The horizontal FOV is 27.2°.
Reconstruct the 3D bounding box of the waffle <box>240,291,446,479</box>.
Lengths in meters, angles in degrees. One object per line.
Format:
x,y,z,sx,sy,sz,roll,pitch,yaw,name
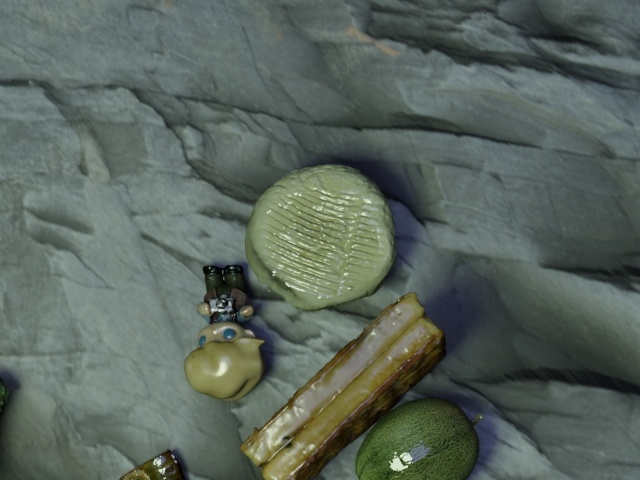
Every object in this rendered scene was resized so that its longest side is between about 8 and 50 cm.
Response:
0.039,0.211,1.797,0.308,0.213,0.091,-42,78,-4,waffle

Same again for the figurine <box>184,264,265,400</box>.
-0.134,0.129,1.883,0.114,0.108,0.196,1,73,0,figurine

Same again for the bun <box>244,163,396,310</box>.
0.000,0.000,1.882,0.220,0.134,0.220,-1,72,4,bun

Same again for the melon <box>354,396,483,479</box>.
0.140,0.288,1.815,0.192,0.139,0.139,-29,79,-6,melon

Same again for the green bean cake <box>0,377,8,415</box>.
-0.573,0.276,1.825,0.241,0.132,0.255,14,56,-5,green bean cake

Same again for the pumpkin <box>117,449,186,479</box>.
-0.239,0.350,1.880,0.101,0.035,0.073,-27,90,-5,pumpkin
